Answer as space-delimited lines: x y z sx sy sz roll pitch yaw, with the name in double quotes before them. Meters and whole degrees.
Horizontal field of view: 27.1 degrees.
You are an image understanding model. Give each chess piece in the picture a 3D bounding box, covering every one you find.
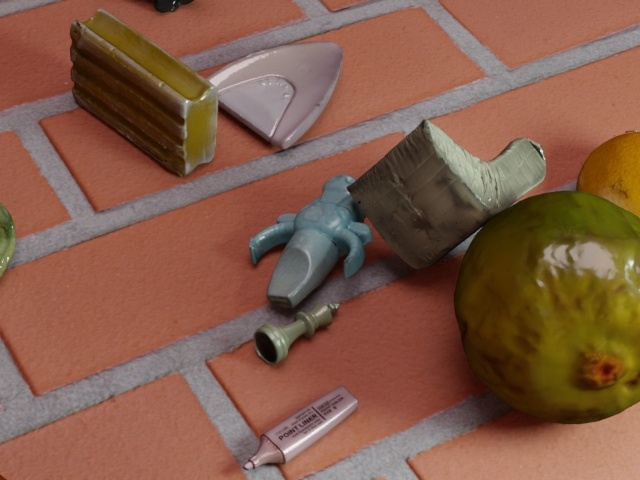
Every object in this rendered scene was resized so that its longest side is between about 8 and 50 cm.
"chess piece" -0.026 0.127 1.946 0.149 0.059 0.059 -26 55 -36

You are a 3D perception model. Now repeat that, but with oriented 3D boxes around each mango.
"mango" 0.520 -0.056 2.119 0.187 0.138 0.257 -15 43 -3

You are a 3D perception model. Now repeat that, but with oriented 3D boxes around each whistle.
"whistle" 0.000 0.000 2.040 0.186 0.093 0.274 8 45 30

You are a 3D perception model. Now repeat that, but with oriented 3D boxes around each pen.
"pen" -0.031 0.263 1.829 0.197 0.032 0.053 -32 58 -32

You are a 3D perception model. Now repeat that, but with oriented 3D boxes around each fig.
"fig" 0.347 0.078 1.861 0.343 0.343 0.343 3 47 -4

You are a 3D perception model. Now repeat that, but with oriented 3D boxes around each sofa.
"sofa" 0.198 -0.092 2.025 0.176 0.210 0.225 52 43 4

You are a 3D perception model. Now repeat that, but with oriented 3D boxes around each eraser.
"eraser" -0.052 -0.266 2.297 0.204 0.059 0.243 37 57 26

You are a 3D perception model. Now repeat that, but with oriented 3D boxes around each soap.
"soap" -0.292 -0.243 2.171 0.274 0.173 0.089 37 52 24

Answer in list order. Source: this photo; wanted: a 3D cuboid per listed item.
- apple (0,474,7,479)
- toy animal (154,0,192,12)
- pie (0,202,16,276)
"apple" -0.479 0.365 1.542 0.272 0.251 0.206 2 76 -19
"toy animal" -0.308 -0.508 2.435 0.245 0.146 0.114 23 55 16
"pie" -0.590 0.015 1.971 0.277 0.078 0.277 2 52 -2
